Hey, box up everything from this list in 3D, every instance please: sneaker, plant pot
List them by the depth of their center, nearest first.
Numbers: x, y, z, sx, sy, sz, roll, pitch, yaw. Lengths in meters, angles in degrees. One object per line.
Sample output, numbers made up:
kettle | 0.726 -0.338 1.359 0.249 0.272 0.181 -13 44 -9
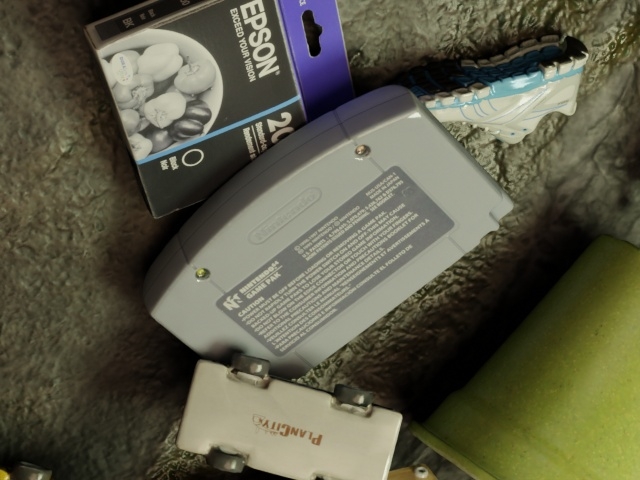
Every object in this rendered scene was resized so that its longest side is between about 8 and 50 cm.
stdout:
sneaker | 0.147 -0.117 1.670 0.190 0.071 0.083 -13 124 -13
plant pot | 0.262 0.144 1.746 0.276 0.276 0.254 35 88 -30

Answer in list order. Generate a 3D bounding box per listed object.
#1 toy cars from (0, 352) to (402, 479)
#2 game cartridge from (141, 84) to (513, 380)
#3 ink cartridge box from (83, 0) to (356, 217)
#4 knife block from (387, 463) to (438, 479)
toy cars | -0.122 0.207 1.666 0.393 0.087 0.176 -25 93 -4
game cartridge | 0.000 0.000 1.644 0.294 0.060 0.196 -37 134 11
ink cartridge box | -0.070 -0.132 1.562 0.208 0.045 0.206 -24 139 -8
knife block | 0.039 0.335 1.796 0.275 0.088 0.242 -9 130 -31
